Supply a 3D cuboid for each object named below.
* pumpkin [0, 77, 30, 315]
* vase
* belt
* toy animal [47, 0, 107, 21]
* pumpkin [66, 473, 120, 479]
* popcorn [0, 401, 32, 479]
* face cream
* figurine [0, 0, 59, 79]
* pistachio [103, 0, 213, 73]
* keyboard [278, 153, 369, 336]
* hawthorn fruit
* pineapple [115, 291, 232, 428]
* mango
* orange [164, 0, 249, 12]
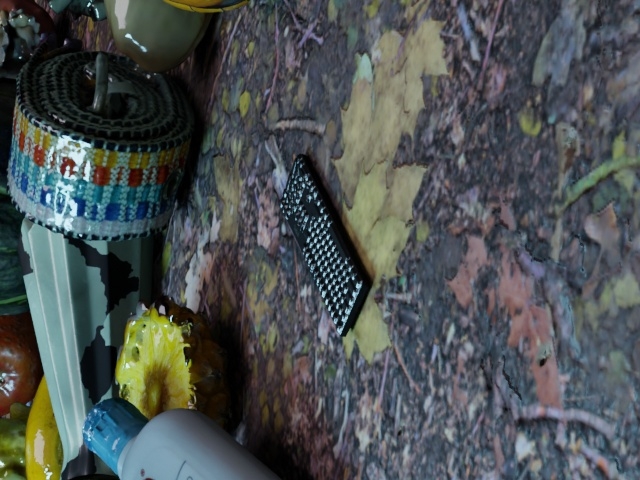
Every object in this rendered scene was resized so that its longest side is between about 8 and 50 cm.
[{"bbox_3d":[-0.423,-0.057,1.903,0.323,0.241,0.323,10,-90,-84],"label":"pumpkin"},{"bbox_3d":[-0.269,0.125,1.691,0.165,0.165,0.360,139,128,-57],"label":"vase"},{"bbox_3d":[-0.253,-0.130,1.653,0.295,0.207,0.160,-97,19,-61],"label":"belt"},{"bbox_3d":[-0.289,-0.462,1.938,0.168,0.106,0.343,-163,87,-73],"label":"toy animal"},{"bbox_3d":[-0.243,0.369,1.486,0.250,0.216,0.250,-173,90,-73],"label":"pumpkin"},{"bbox_3d":[-0.397,0.314,1.892,0.187,0.185,0.167,42,141,51],"label":"popcorn"},{"bbox_3d":[-0.118,0.241,1.313,0.336,0.080,0.163,32,115,48],"label":"face cream"},{"bbox_3d":[-0.488,-0.292,2.253,0.387,0.166,0.207,-119,17,-50],"label":"figurine"},{"bbox_3d":[-0.180,-0.297,1.638,0.136,0.136,0.226,-24,55,63],"label":"pistachio"},{"bbox_3d":[0.000,0.000,1.279,0.204,0.013,0.061,-116,40,-50],"label":"keyboard"},{"bbox_3d":[-0.487,0.180,2.140,0.189,0.189,0.189,-174,90,-66],"label":"hawthorn fruit"},{"bbox_3d":[-0.149,0.159,1.488,0.225,0.076,0.225,-2,87,59],"label":"pineapple"},{"bbox_3d":[-0.314,0.234,1.777,0.102,0.141,0.217,-11,69,30],"label":"mango"},{"bbox_3d":[-0.114,-0.343,1.432,0.234,0.182,0.234,8,100,58],"label":"orange"}]
